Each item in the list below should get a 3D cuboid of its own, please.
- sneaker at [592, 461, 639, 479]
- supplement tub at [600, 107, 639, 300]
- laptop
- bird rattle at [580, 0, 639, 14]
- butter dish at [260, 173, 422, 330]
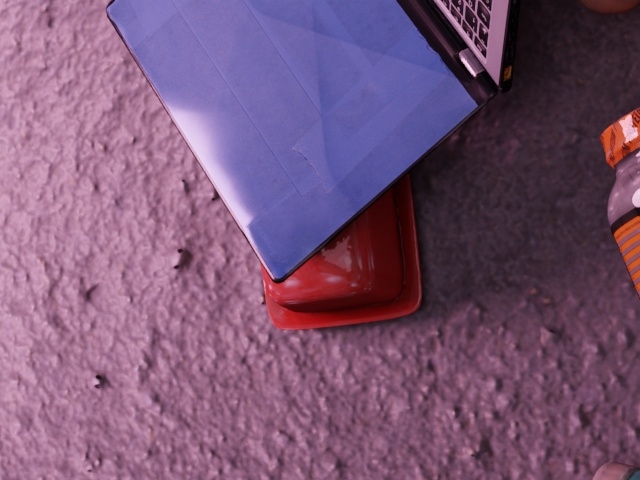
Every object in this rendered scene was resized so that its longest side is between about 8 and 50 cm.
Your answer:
[{"bbox_3d":[0.268,0.343,1.698,0.121,0.108,0.302,7,81,36],"label":"sneaker"},{"bbox_3d":[0.359,0.029,1.648,0.194,0.193,0.316,-24,80,20],"label":"supplement tub"},{"bbox_3d":[-0.023,-0.256,1.741,0.236,0.408,0.382,-23,57,-17],"label":"laptop"},{"bbox_3d":[0.240,-0.293,1.689,0.143,0.253,0.207,-10,110,25],"label":"bird rattle"},{"bbox_3d":[0.000,0.000,1.839,0.160,0.118,0.159,-8,87,22],"label":"butter dish"}]
